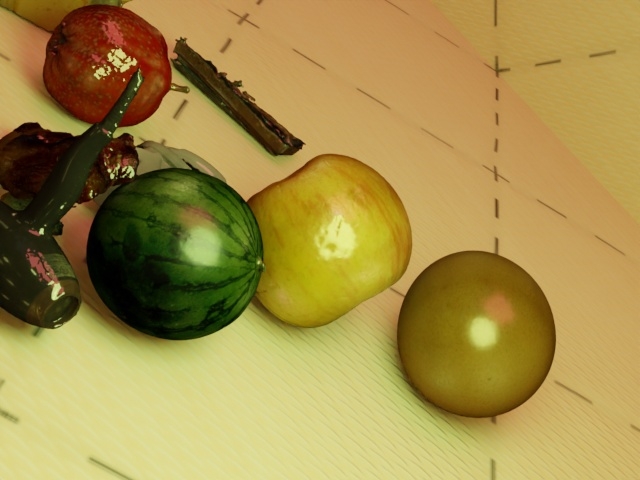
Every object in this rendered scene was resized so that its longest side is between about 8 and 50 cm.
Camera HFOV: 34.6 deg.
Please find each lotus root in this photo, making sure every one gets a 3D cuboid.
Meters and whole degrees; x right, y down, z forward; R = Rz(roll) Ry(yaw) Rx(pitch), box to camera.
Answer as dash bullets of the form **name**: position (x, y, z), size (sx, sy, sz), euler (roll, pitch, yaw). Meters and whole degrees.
- **lotus root**: position (-0.406, -0.037, 1.450), size (0.099, 0.049, 0.054), euler (27, 30, -17)

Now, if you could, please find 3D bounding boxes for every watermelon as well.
- **watermelon**: position (-0.195, 0.017, 1.402), size (0.242, 0.242, 0.242), euler (25, 32, -17)

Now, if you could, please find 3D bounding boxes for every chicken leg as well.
- **chicken leg**: position (-0.364, -0.121, 1.431), size (0.323, 0.083, 0.177), euler (7, 28, 33)

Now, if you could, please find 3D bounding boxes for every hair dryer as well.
- **hair dryer**: position (-0.344, -0.093, 1.299), size (0.303, 0.359, 0.120), euler (46, 14, 26)

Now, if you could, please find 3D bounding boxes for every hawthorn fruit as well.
- **hawthorn fruit**: position (-0.337, -0.285, 1.735), size (0.253, 0.205, 0.205), euler (22, 32, -35)

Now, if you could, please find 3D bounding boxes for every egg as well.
- **egg**: position (0.249, 0.142, 1.655), size (0.250, 0.250, 0.322), euler (31, 25, -7)

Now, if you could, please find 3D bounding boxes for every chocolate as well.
- **chocolate**: position (-0.168, -0.275, 2.018), size (0.329, 0.065, 0.102), euler (43, 12, 11)

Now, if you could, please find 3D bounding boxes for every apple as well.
- **apple**: position (0.000, 0.000, 1.582), size (0.233, 0.286, 0.286), euler (60, 32, 0)

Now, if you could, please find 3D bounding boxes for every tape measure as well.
- **tape measure**: position (-0.227, -0.068, 1.610), size (0.236, 0.120, 0.197), euler (36, 28, -7)

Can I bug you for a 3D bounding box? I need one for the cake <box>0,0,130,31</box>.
- **cake**: position (-0.462, -0.526, 1.899), size (0.286, 0.222, 0.227), euler (28, 37, -13)
